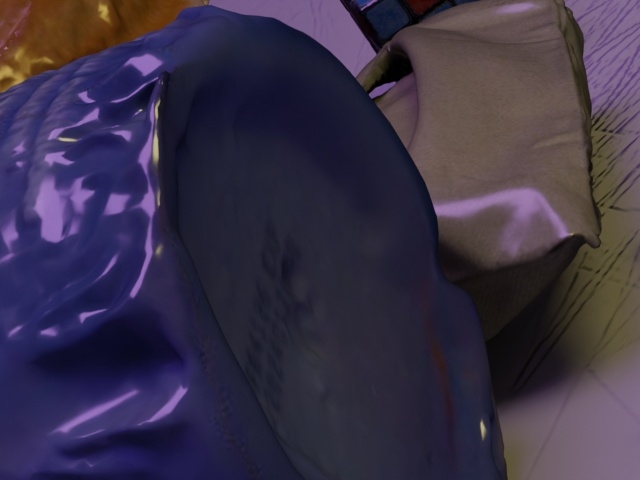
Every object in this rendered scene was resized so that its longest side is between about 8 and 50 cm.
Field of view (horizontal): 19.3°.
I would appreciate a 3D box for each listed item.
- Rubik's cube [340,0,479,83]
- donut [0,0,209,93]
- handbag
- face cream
[{"bbox_3d":[0.073,-0.128,1.054,0.092,0.092,0.092,-35,22,3],"label":"Rubik's cube"},{"bbox_3d":[-0.255,-0.052,1.243,0.448,0.198,0.449,-28,22,13],"label":"donut"},{"bbox_3d":[-0.002,0.000,0.889,0.315,0.109,0.253,-31,18,27],"label":"handbag"},{"bbox_3d":[-0.073,0.063,0.669,0.225,0.249,0.249,-19,27,23],"label":"face cream"}]
